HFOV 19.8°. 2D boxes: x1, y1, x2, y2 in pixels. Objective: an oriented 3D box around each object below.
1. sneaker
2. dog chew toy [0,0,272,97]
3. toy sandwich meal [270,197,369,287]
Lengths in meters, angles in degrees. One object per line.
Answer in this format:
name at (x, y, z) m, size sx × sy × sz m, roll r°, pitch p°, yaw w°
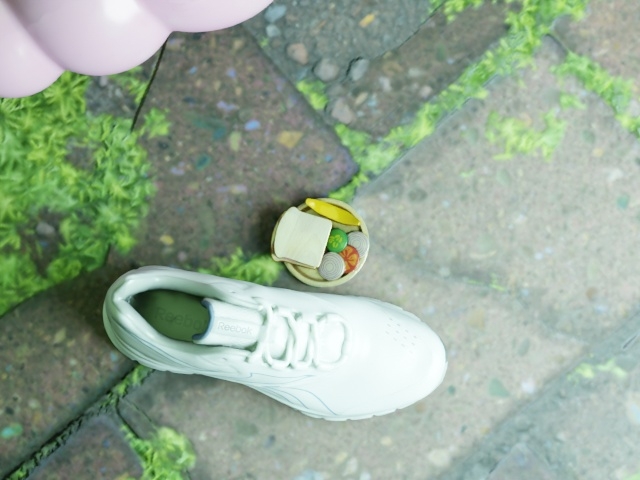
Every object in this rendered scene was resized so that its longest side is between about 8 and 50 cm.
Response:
sneaker at (-0.043, 0.085, 1.516) m, size 0.297 × 0.129 × 0.111 m, roll 8°, pitch 84°, yaw 3°
dog chew toy at (-0.179, -0.233, 1.520) m, size 0.332 × 0.206 × 0.206 m, roll -30°, pitch 84°, yaw 9°
toy sandwich meal at (0.000, 0.000, 1.568) m, size 0.085 × 0.029 × 0.085 m, roll 0°, pitch 86°, yaw 4°
